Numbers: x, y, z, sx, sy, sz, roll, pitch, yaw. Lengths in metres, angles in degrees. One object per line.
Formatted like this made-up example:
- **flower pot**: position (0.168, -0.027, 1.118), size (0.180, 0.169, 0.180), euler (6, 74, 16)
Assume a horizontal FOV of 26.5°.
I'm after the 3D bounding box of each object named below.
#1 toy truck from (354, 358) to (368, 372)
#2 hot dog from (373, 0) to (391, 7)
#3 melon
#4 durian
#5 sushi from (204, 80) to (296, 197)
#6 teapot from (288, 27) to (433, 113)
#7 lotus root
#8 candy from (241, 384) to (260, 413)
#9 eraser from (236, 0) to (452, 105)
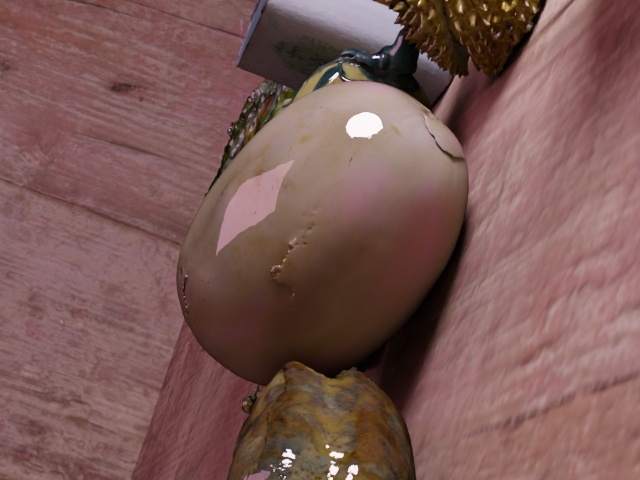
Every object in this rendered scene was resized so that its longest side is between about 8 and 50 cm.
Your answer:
- **toy truck**: position (-0.014, 0.084, 1.412), size (0.079, 0.147, 0.065), euler (85, -156, -77)
- **hot dog**: position (0.090, -0.450, 1.926), size (0.150, 0.153, 0.257), euler (129, 159, -62)
- **melon**: position (0.000, 0.000, 1.261), size (0.317, 0.223, 0.223), euler (-50, 15, 16)
- **durian**: position (0.145, -0.288, 1.334), size (0.193, 0.137, 0.237), euler (120, 167, -51)
- **sushi**: position (-0.043, -0.086, 1.840), size (0.352, 0.178, 0.294), euler (-70, 12, -22)
- **teapot**: position (0.055, -0.090, 1.425), size (0.182, 0.173, 0.270), euler (21, 101, 56)
- **lotus root**: position (-0.001, 0.200, 1.103), size (0.275, 0.152, 0.160), euler (-75, 8, -73)
- **candy**: position (-0.093, 0.217, 1.979), size (0.023, 0.025, 0.083), euler (-20, 34, 41)
- **eraser**: position (0.030, -0.218, 1.560), size (0.174, 0.227, 0.081), euler (130, 158, -64)
